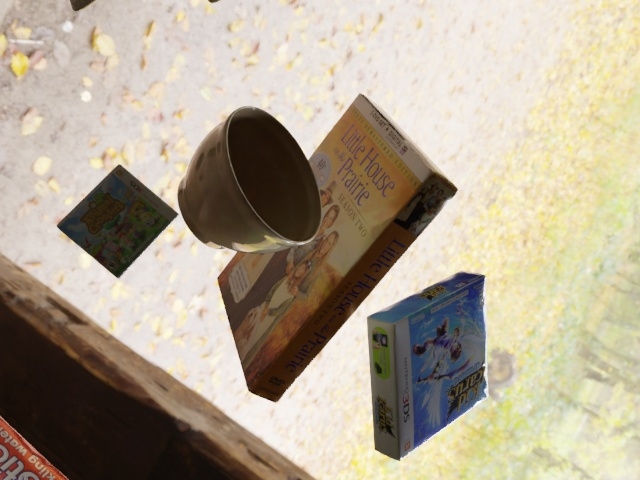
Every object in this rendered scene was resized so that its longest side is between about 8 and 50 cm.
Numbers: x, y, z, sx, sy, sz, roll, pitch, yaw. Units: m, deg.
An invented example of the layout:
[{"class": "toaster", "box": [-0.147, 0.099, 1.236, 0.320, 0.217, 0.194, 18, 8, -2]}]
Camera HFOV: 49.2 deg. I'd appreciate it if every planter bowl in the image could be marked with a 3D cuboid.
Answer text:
[{"class": "planter bowl", "box": [-0.088, -0.052, 0.779, 0.109, 0.162, 0.162, -25, 171, 29]}]

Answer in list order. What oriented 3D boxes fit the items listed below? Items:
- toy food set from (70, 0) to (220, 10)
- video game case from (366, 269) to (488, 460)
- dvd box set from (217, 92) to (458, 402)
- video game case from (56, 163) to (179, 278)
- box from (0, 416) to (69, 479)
[{"class": "toy food set", "box": [-0.141, -0.357, 0.878, 0.092, 0.220, 0.306, 63, 30, -6]}, {"class": "video game case", "box": [0.193, 0.206, 1.201, 0.269, 0.061, 0.244, -20, 113, -41]}, {"class": "dvd box set", "box": [0.000, 0.000, 1.094, 0.062, 0.307, 0.420, 29, 109, -32]}, {"class": "video game case", "box": [-0.480, -0.047, 1.666, 0.212, 0.193, 0.023, -50, 179, -18]}, {"class": "box", "box": [-0.244, 0.207, 0.453, 0.122, 0.257, 0.128, -48, 178, 22]}]
